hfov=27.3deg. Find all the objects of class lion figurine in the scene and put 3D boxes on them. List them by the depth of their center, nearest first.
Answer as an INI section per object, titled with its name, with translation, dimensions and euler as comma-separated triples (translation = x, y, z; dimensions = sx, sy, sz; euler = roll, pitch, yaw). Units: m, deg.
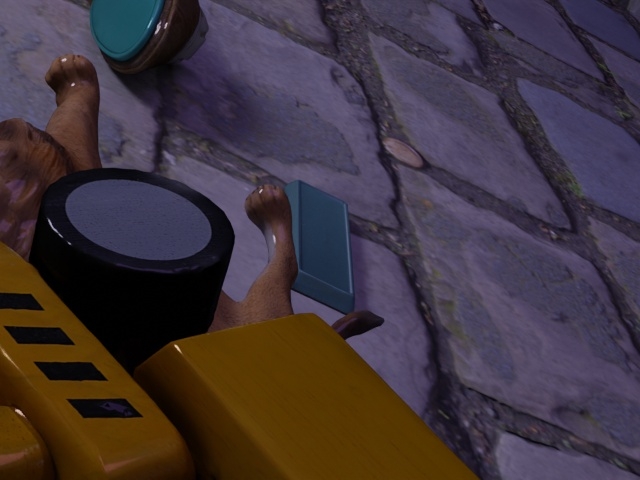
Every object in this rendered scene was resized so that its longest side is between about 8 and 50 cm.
[lion figurine]
translation = -0.112, 0.033, 0.820
dimensions = 0.392, 0.142, 0.240
euler = 28, 31, -20

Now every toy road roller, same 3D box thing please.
[toy road roller]
translation = -0.108, 0.132, 0.566
dimensions = 0.240, 0.202, 0.329
euler = -12, 42, -42

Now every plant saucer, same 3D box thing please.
[plant saucer]
translation = 0.000, 0.000, 1.169
dimensions = 0.067, 0.018, 0.192
euler = 26, 25, -14

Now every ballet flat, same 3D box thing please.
[ballet flat]
translation = -0.184, -0.251, 1.356
dimensions = 0.124, 0.116, 0.342
euler = 38, 11, -41
